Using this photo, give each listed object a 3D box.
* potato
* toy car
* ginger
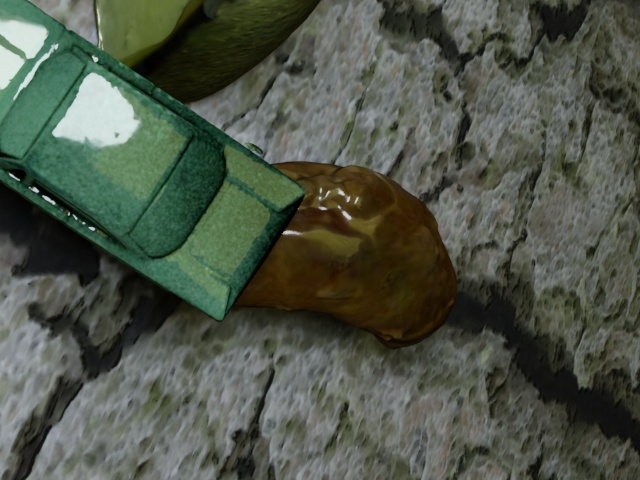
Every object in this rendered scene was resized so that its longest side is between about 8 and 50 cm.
[{"bbox_3d":[-0.045,-0.288,0.854,0.213,0.280,0.330,-7,93,-38],"label":"potato"},{"bbox_3d":[-0.169,-0.076,0.806,0.321,0.097,0.141,34,85,-14],"label":"toy car"},{"bbox_3d":[0.000,0.000,0.969,0.321,0.165,0.172,17,114,-29],"label":"ginger"}]
